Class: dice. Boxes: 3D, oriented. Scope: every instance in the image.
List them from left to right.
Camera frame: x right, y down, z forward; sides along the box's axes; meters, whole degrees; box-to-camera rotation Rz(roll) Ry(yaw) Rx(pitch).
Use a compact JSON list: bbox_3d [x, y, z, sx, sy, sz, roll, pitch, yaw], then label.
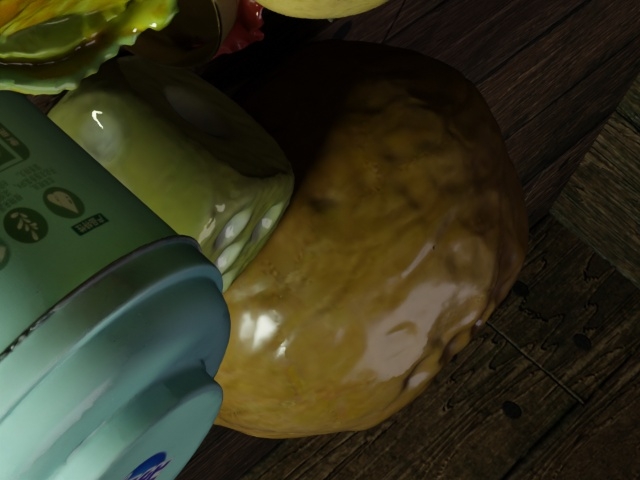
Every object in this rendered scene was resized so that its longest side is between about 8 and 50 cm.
[{"bbox_3d":[-0.137,-0.035,1.553,0.169,0.166,0.169,-53,166,17],"label":"dice"}]

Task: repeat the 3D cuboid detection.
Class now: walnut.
[{"bbox_3d":[0.000,0.000,1.788,0.398,0.308,0.354,-49,-169,-14],"label":"walnut"}]

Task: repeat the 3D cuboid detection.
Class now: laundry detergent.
[{"bbox_3d":[-0.228,0.054,1.191,0.287,0.305,0.287,-45,167,-13],"label":"laundry detergent"}]

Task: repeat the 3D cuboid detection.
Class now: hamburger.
[{"bbox_3d":[-0.088,-0.207,1.249,0.137,0.175,0.175,-58,173,-27],"label":"hamburger"}]

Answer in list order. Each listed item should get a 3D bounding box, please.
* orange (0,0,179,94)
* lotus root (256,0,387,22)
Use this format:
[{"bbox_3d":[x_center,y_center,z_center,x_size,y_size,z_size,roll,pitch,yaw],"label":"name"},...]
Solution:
[{"bbox_3d":[-0.117,-0.224,1.003,0.334,0.196,0.262,-54,152,6],"label":"orange"},{"bbox_3d":[0.010,-0.175,0.975,0.125,0.118,0.221,-22,156,-19],"label":"lotus root"}]
